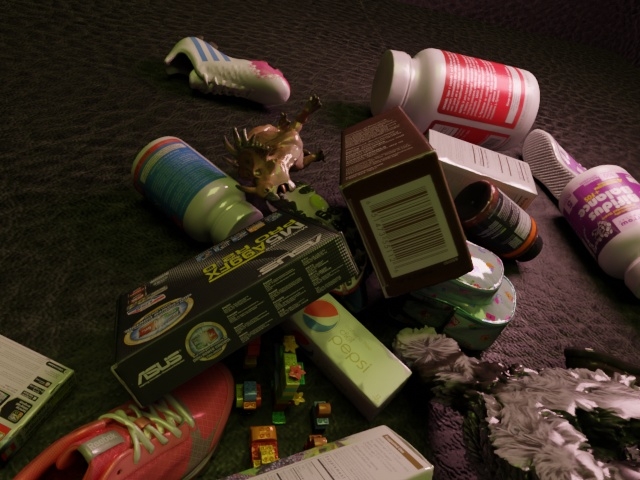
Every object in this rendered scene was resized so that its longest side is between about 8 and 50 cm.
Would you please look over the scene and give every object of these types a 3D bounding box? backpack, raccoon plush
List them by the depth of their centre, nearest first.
[{"bbox_3d":[0.279,0.307,0.565,0.216,0.298,0.446,-14,17,-12],"label":"raccoon plush"},{"bbox_3d":[0.231,0.085,0.758,0.189,0.144,0.166,31,37,6],"label":"backpack"}]

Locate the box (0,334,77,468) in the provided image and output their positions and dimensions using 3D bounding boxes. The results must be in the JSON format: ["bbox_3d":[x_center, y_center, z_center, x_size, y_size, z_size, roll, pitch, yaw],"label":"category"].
[{"bbox_3d":[-0.411,0.159,0.520,0.207,0.036,0.114,24,42,5],"label":"box"}]

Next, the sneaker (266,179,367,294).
[{"bbox_3d":[0.000,0.000,0.774,0.108,0.118,0.279,-26,44,-9],"label":"sneaker"}]

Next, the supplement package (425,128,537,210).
[{"bbox_3d":[0.331,-0.128,1.019,0.244,0.139,0.133,19,41,-2],"label":"supplement package"}]

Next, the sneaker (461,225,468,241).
[{"bbox_3d":[0.232,-0.024,0.908,0.082,0.090,0.232,-9,49,-28],"label":"sneaker"}]

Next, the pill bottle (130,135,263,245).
[{"bbox_3d":[-0.209,-0.074,0.776,0.222,0.124,0.124,37,45,20],"label":"pill bottle"}]

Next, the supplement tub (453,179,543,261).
[{"bbox_3d":[0.368,-0.031,0.925,0.198,0.106,0.106,33,36,-24],"label":"supplement tub"}]

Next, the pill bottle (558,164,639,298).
[{"bbox_3d":[0.683,-0.020,1.011,0.170,0.169,0.301,6,43,-14],"label":"pill bottle"}]

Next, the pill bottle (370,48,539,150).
[{"bbox_3d":[0.357,-0.389,1.238,0.409,0.228,0.228,8,43,-13],"label":"pill bottle"}]

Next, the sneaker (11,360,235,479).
[{"bbox_3d":[-0.196,0.221,0.457,0.116,0.136,0.314,35,44,16],"label":"sneaker"}]

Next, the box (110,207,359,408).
[{"bbox_3d":[-0.117,0.059,0.565,0.270,0.060,0.216,-30,21,-14],"label":"box"}]

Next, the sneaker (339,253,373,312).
[{"bbox_3d":[0.072,0.041,0.796,0.078,0.067,0.188,17,45,-15],"label":"sneaker"}]

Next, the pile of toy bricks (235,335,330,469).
[{"bbox_3d":[-0.045,0.184,0.575,0.118,0.105,0.212,3,44,-17],"label":"pile of toy bricks"}]

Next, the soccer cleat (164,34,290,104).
[{"bbox_3d":[-0.242,-0.407,1.146,0.332,0.116,0.143,27,58,12],"label":"soccer cleat"}]

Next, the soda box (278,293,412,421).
[{"bbox_3d":[0.022,0.149,0.655,0.074,0.069,0.216,-35,62,-28],"label":"soda box"}]

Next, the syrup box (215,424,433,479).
[{"bbox_3d":[-0.003,0.286,0.467,0.237,0.093,0.096,-7,11,-26],"label":"syrup box"}]

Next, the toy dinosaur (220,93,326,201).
[{"bbox_3d":[-0.106,-0.161,0.831,0.201,0.127,0.296,-29,19,-21],"label":"toy dinosaur"}]

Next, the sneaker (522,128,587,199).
[{"bbox_3d":[0.685,-0.193,1.262,0.161,0.102,0.281,7,49,-23],"label":"sneaker"}]

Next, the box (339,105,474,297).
[{"bbox_3d":[0.125,-0.092,0.767,0.143,0.191,0.381,-20,21,13],"label":"box"}]

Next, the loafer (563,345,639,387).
[{"bbox_3d":[0.502,0.244,0.747,0.220,0.080,0.078,20,74,-1],"label":"loafer"}]
